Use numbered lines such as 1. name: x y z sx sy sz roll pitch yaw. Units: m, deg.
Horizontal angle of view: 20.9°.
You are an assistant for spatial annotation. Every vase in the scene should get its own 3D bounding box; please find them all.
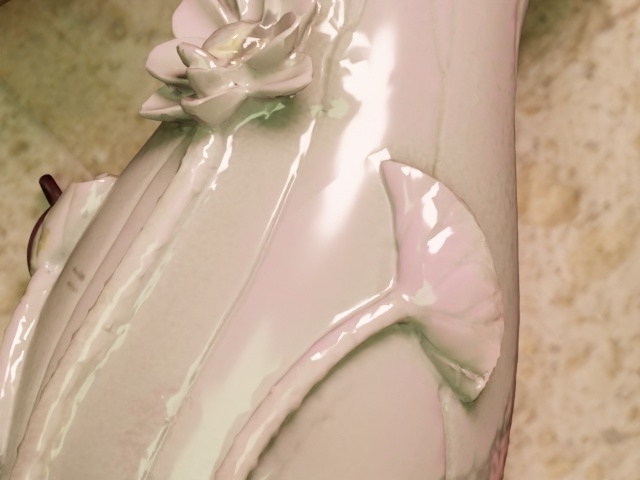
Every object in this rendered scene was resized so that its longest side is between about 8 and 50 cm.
1. vase: 0.000 0.000 0.785 0.250 0.250 0.445 17 94 10

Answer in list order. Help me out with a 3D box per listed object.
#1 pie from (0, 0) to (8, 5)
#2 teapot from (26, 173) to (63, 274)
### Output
1. pie: -0.130 -0.173 0.801 0.068 0.128 0.282 29 148 -28
2. teapot: -0.119 0.007 0.906 0.068 0.045 0.100 -32 70 -9
